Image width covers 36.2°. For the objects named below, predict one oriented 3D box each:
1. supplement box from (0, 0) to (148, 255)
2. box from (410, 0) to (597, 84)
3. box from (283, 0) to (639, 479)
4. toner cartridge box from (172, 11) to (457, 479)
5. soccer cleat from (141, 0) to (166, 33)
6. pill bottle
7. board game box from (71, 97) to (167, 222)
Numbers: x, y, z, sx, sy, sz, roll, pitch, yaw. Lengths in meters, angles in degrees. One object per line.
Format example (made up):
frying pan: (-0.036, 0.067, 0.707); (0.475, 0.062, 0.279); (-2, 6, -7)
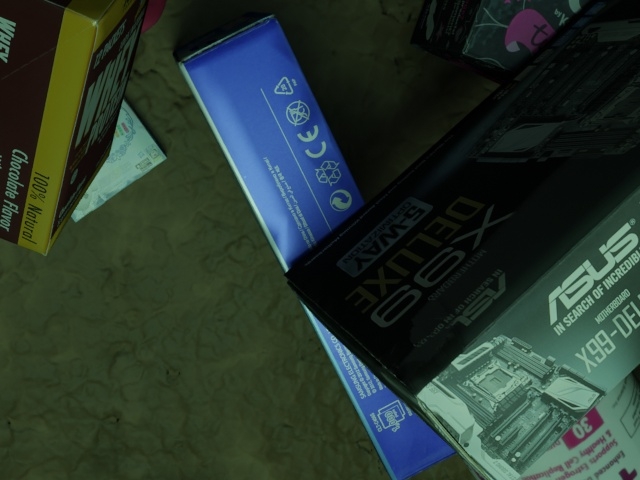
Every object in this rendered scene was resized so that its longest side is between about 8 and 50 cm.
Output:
supplement box: (-0.231, -0.128, 0.641); (0.194, 0.129, 0.191); (21, 129, -5)
box: (0.223, -0.180, 0.762); (0.247, 0.142, 0.163); (17, 99, -14)
box: (0.141, -0.027, 0.569); (0.307, 0.242, 0.076); (-42, 108, -4)
toner cartridge box: (0.000, 0.000, 0.751); (0.075, 0.165, 0.347); (-27, 106, -3)
soccer cleat: (-0.199, -0.304, 0.683); (0.143, 0.116, 0.331); (-1, 116, 22)
pill bottle: (0.233, 0.210, 0.846); (0.160, 0.160, 0.283); (-35, 107, -1)
board game box: (-0.184, -0.076, 0.772); (0.090, 0.020, 0.090); (-35, 107, -1)
